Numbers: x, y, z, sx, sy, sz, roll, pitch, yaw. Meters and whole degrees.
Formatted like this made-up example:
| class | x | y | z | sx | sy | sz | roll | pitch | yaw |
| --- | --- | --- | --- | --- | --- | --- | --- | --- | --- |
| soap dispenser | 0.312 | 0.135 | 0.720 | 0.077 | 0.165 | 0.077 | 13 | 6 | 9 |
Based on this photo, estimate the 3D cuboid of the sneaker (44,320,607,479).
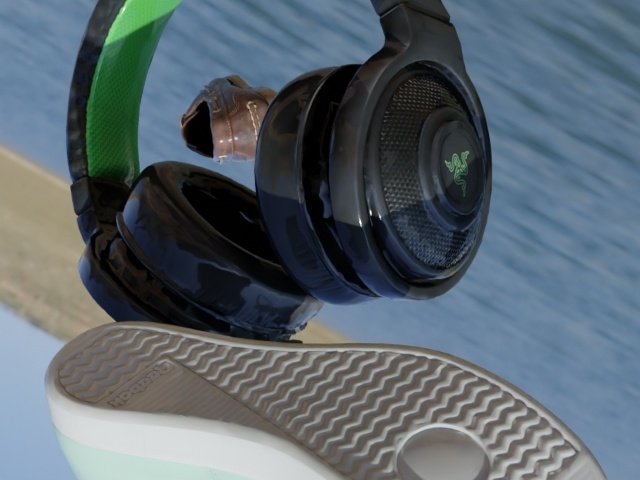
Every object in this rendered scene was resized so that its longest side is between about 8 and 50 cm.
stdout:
| class | x | y | z | sx | sy | sz | roll | pitch | yaw |
| --- | --- | --- | --- | --- | --- | --- | --- | --- | --- |
| sneaker | 0.007 | 0.125 | 0.722 | 0.255 | 0.094 | 0.151 | 11 | 133 | 22 |

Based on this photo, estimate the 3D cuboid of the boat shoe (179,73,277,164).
| class | x | y | z | sx | sy | sz | roll | pitch | yaw |
| --- | --- | --- | --- | --- | --- | --- | --- | --- | --- |
| boat shoe | -0.087 | -0.104 | 1.405 | 0.207 | 0.073 | 0.073 | -167 | 61 | -74 |

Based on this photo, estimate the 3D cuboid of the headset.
| class | x | y | z | sx | sy | sz | roll | pitch | yaw |
| --- | --- | --- | --- | --- | --- | --- | --- | --- | --- |
| headset | 0.000 | 0.000 | 0.880 | 0.185 | 0.243 | 0.394 | 11 | -124 | -52 |
